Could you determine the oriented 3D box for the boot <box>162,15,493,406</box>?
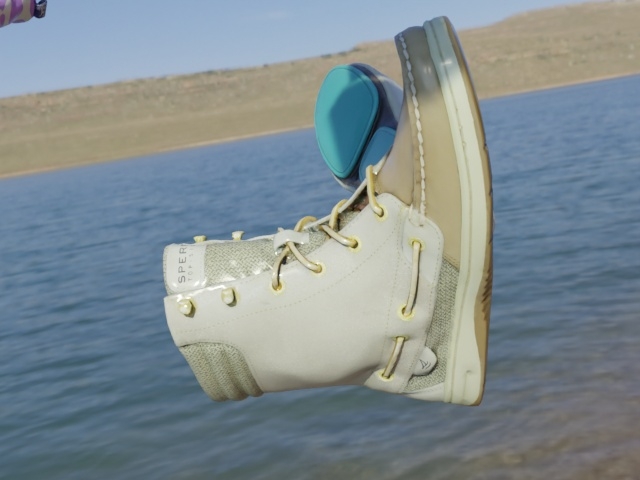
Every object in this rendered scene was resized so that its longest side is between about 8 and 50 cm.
[{"bbox_3d":[0.000,0.000,0.404,0.165,0.213,0.077,-2,34,7],"label":"boot"}]

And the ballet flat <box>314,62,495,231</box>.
[{"bbox_3d":[0.056,-0.058,0.572,0.086,0.086,0.248,-10,30,-6],"label":"ballet flat"}]

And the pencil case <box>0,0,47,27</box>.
[{"bbox_3d":[-0.347,-0.193,0.693,0.206,0.086,0.088,-36,-2,-35],"label":"pencil case"}]
